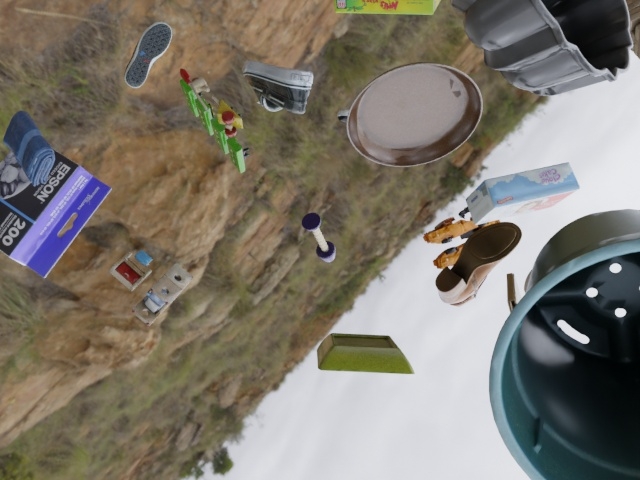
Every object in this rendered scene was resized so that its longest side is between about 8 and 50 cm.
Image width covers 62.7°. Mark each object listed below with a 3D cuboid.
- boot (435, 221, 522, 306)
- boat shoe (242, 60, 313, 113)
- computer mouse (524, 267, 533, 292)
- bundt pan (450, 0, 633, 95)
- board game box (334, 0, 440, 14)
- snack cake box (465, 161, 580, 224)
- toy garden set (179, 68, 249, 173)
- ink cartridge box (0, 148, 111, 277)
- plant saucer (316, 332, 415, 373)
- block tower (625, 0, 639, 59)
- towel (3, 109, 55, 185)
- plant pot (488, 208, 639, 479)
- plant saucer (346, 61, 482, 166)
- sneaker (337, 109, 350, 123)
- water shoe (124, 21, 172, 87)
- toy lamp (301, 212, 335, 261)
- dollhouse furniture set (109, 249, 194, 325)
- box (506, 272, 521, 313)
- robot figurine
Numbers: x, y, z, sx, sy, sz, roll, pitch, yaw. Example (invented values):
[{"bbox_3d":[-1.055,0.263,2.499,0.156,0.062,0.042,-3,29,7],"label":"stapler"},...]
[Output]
[{"bbox_3d":[0.313,0.052,1.035,0.197,0.073,0.152,-38,150,8],"label":"boot"},{"bbox_3d":[-0.129,-0.402,1.385,0.335,0.120,0.119,39,-57,58],"label":"boat shoe"},{"bbox_3d":[0.545,0.057,1.218,0.193,0.042,0.106,-50,-143,14],"label":"computer mouse"},{"bbox_3d":[0.289,-0.348,0.720,0.124,0.331,0.331,-20,-157,50],"label":"bundt pan"},{"bbox_3d":[0.125,-0.451,0.962,0.092,0.181,0.043,-62,154,-45],"label":"board game box"},{"bbox_3d":[0.574,-0.133,1.505,0.264,0.089,0.152,-12,164,-10],"label":"snack cake box"},{"bbox_3d":[-0.249,-0.305,1.247,0.049,0.244,0.204,-35,166,-14],"label":"toy garden set"},{"bbox_3d":[-0.530,-0.069,0.972,0.206,0.208,0.045,-58,165,-11],"label":"ink cartridge box"},{"bbox_3d":[0.087,0.229,1.092,0.188,0.188,0.045,-171,-96,-89],"label":"plant saucer"},{"bbox_3d":[0.781,-0.494,1.234,0.097,0.336,0.091,-24,147,14],"label":"block tower"},{"bbox_3d":[-0.458,-0.147,0.824,0.029,0.119,0.067,-1,133,-54],"label":"towel"},{"bbox_3d":[0.401,0.117,0.663,0.341,0.341,0.334,-47,175,25],"label":"plant pot"},{"bbox_3d":[0.212,-0.293,1.216,0.310,0.310,0.050,-47,-142,46],"label":"plant saucer"},{"bbox_3d":[0.142,-0.305,1.542,0.079,0.216,0.121,11,-87,61],"label":"sneaker"},{"bbox_3d":[-0.495,-0.527,1.475,0.203,0.072,0.080,-56,-143,2],"label":"water shoe"},{"bbox_3d":[0.000,0.000,1.942,0.080,0.080,0.275,-48,149,-11],"label":"toy lamp"},{"bbox_3d":[-0.474,0.108,1.425,0.129,0.183,0.129,-43,-172,34],"label":"dollhouse furniture set"},{"bbox_3d":[0.472,0.183,1.244,0.021,0.165,0.201,-15,-171,22],"label":"box"},{"bbox_3d":[0.536,-0.016,1.948,0.290,0.211,0.085,-23,-175,-13],"label":"robot figurine"}]
